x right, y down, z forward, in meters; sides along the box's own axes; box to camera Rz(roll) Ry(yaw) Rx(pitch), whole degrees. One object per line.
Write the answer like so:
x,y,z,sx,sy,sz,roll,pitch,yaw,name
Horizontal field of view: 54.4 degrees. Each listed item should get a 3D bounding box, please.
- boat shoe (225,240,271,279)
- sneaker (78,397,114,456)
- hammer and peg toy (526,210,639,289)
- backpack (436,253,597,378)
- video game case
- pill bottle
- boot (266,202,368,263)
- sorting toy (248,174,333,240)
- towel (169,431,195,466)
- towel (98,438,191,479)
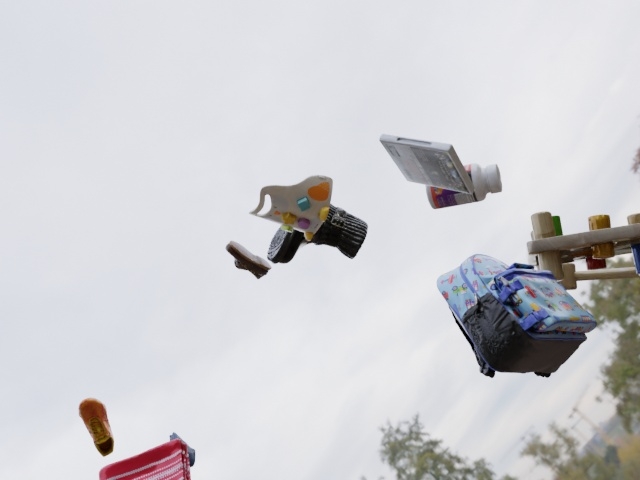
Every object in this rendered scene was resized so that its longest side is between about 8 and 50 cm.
-0.252,0.073,2.096,0.073,0.073,0.207,-41,-47,11,boat shoe
-0.542,0.456,1.528,0.064,0.067,0.175,-26,-56,-21,sneaker
0.531,0.014,1.188,0.266,0.127,0.361,-10,-12,18,hammer and peg toy
0.246,0.083,0.818,0.158,0.173,0.117,10,-55,-37,backpack
0.241,-0.171,1.396,0.190,0.173,0.022,43,-112,-52,video game case
0.395,-0.153,1.713,0.194,0.108,0.108,-10,-20,23,pill bottle
0.002,-0.002,2.026,0.131,0.260,0.348,-38,18,52,boot
-0.036,-0.035,0.673,0.075,0.045,0.083,11,-36,-19,sorting toy
-0.445,0.676,2.008,0.029,0.067,0.119,-29,-59,5,towel
-0.347,0.548,1.234,0.199,0.275,0.031,-20,-43,0,towel
